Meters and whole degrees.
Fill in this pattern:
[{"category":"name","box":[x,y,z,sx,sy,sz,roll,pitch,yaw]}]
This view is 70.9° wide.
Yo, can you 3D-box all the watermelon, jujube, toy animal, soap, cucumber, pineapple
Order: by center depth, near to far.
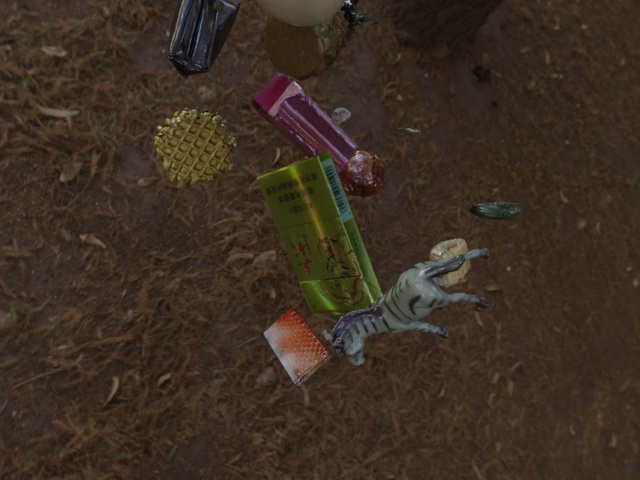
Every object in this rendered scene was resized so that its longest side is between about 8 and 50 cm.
[{"category":"toy animal","box":[0.113,0.088,0.602,0.176,0.216,0.073,1,51,-23]},{"category":"pineapple","box":[0.008,-0.363,0.750,0.128,0.128,0.248,47,46,-12]},{"category":"soap","box":[-0.018,-0.244,0.991,0.250,0.162,0.099,37,93,-32]},{"category":"cucumber","box":[0.385,-0.062,1.000,0.108,0.067,0.035,0,84,-2]},{"category":"watermelon","box":[0.090,-0.494,1.804,0.085,0.085,0.061,4,41,-31]},{"category":"jujube","box":[0.175,-0.276,1.875,0.290,0.197,0.197,19,59,-72]}]

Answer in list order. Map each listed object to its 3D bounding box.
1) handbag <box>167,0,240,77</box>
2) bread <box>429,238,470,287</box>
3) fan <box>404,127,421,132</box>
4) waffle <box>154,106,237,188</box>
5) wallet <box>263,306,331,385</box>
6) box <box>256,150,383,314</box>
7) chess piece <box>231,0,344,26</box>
[{"category":"handbag","box":[-0.333,-0.630,1.270,0.152,0.288,0.342,18,105,-25]},{"category":"bread","box":[0.343,0.056,1.213,0.125,0.082,0.106,-27,103,-34]},{"category":"fan","box":[0.330,-0.406,1.642,0.060,0.080,0.003,-40,142,-57]},{"category":"waffle","box":[-0.309,-0.232,1.126,0.197,0.070,0.193,-24,124,2]},{"category":"wallet","box":[-0.061,0.245,1.064,0.103,0.196,0.020,-40,128,-7]},{"category":"box","box":[0.000,0.000,0.866,0.043,0.173,0.311,-33,107,-44]},{"category":"chess piece","box":[-0.105,-0.324,0.469,0.300,0.167,0.167,29,60,5]}]
